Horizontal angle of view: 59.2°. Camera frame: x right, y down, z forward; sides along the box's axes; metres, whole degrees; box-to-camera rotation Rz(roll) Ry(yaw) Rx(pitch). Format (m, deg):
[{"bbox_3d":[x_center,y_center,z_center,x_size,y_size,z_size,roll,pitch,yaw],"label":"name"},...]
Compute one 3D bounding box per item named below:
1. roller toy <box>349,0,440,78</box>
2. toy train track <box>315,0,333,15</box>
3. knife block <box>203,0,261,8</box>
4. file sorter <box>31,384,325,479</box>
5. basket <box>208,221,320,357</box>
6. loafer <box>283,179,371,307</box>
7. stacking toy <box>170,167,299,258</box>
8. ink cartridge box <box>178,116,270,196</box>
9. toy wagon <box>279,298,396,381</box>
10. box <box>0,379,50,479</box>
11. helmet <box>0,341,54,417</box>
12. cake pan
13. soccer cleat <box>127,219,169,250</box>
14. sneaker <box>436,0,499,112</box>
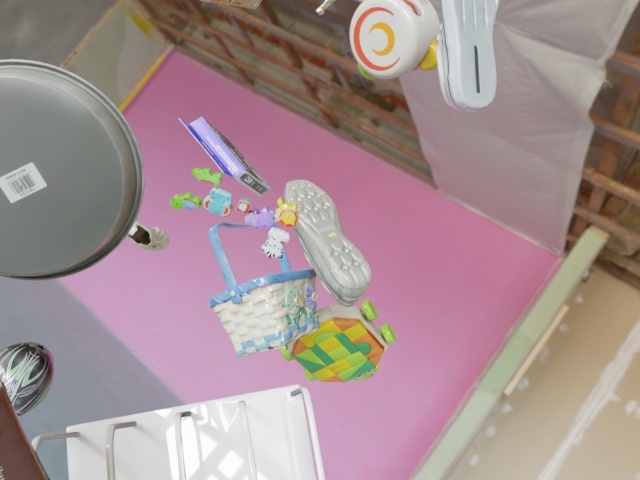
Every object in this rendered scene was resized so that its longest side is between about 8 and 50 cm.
[{"bbox_3d":[0.183,-0.495,1.352,0.209,0.146,0.191,8,-62,41],"label":"roller toy"},{"bbox_3d":[0.029,-0.364,0.835,0.014,0.083,0.048,57,14,22],"label":"toy train track"},{"bbox_3d":[-0.216,-0.600,1.160,0.242,0.088,0.276,51,32,5],"label":"knife block"},{"bbox_3d":[-0.132,0.269,0.590,0.173,0.278,0.192,118,-37,-71],"label":"file sorter"},{"bbox_3d":[-0.125,0.094,1.250,0.255,0.201,0.288,-10,75,-63],"label":"basket"},{"bbox_3d":[0.000,0.000,1.198,0.319,0.112,0.111,63,-30,34],"label":"loafer"},{"bbox_3d":[-0.147,-0.054,1.014,0.221,0.052,0.167,22,22,-6],"label":"stacking toy"},{"bbox_3d":[-0.237,-0.217,1.419,0.206,0.045,0.208,49,7,21],"label":"ink cartridge box"},{"bbox_3d":[0.068,0.296,1.508,0.344,0.267,0.068,51,17,-38],"label":"toy wagon"},{"bbox_3d":[-0.288,0.172,0.334,0.167,0.203,0.168,17,-54,38],"label":"box"},{"bbox_3d":[-0.715,0.329,1.322,0.169,0.169,0.161,39,7,-15],"label":"helmet"},{"bbox_3d":[-0.381,-0.081,0.724,0.293,0.293,0.054,40,3,-19],"label":"cake pan"},{"bbox_3d":[-0.424,-0.006,1.370,0.076,0.068,0.196,39,-3,25],"label":"soccer cleat"},{"bbox_3d":[0.209,-0.322,0.844,0.094,0.257,0.091,-1,7,-17],"label":"sneaker"}]
